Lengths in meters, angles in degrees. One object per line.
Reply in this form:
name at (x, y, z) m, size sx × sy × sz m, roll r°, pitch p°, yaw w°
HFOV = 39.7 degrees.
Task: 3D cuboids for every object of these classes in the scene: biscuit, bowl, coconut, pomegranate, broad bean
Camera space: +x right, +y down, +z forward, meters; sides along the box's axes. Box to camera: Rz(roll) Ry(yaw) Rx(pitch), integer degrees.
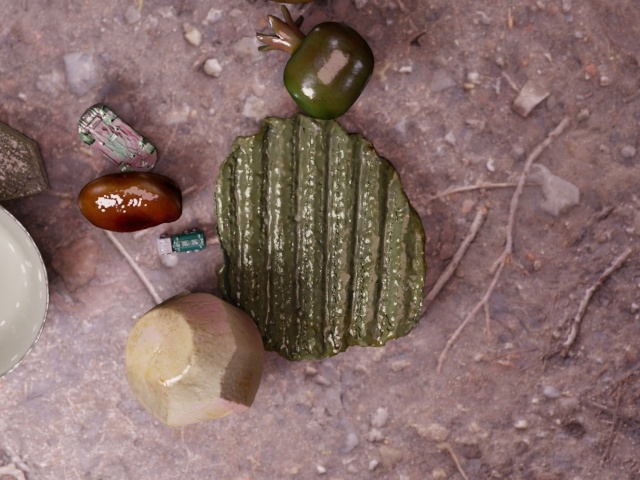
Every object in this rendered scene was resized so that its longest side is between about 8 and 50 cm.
biscuit at (-0.580, -0.120, 1.443) m, size 0.249 × 0.046 × 0.147 m, roll -12°, pitch 99°, yaw -3°
bowl at (-0.588, 0.063, 1.413) m, size 0.337 × 0.157 × 0.337 m, roll -1°, pitch 102°, yaw -6°
coconut at (-0.204, 0.197, 1.452) m, size 0.236 × 0.237 × 0.197 m, roll -15°, pitch 64°, yaw -2°
pomegranate at (-0.011, -0.289, 1.429) m, size 0.191 × 0.131 × 0.152 m, roll 34°, pitch 95°, yaw 10°
broad bean at (-0.311, -0.063, 1.453) m, size 0.165 × 0.084 × 0.114 m, roll -12°, pitch 122°, yaw 1°

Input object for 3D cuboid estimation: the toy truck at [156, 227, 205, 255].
toy truck at (-0.234, 0.004, 1.491) m, size 0.083 × 0.044 × 0.039 m, roll -8°, pitch 96°, yaw -3°

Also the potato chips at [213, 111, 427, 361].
potato chips at (0.000, 0.000, 1.497) m, size 0.358 × 0.070 × 0.429 m, roll -1°, pitch 99°, yaw -2°

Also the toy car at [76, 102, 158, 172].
toy car at (-0.331, -0.164, 1.451) m, size 0.069 × 0.055 × 0.142 m, roll -46°, pitch 121°, yaw 5°

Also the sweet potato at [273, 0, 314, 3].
sweet potato at (-0.051, -0.433, 1.409) m, size 0.346 × 0.079 × 0.108 m, roll 2°, pitch 118°, yaw -12°
